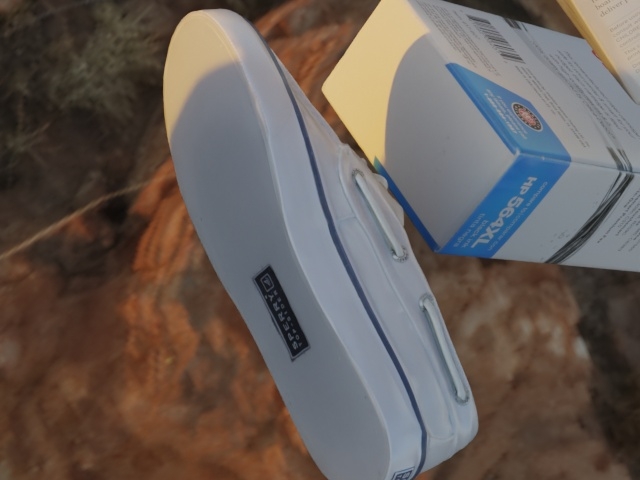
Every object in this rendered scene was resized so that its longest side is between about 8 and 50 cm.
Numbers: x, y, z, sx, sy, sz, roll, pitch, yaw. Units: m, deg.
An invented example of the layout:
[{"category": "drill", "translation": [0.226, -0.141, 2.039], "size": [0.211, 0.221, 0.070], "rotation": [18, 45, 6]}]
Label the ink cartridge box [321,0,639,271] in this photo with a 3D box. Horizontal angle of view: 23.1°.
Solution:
[{"category": "ink cartridge box", "translation": [0.125, -0.062, 0.952], "size": [0.203, 0.086, 0.148], "rotation": [7, 40, -43]}]

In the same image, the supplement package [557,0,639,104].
[{"category": "supplement package", "translation": [0.130, -0.211, 0.738], "size": [0.244, 0.134, 0.139], "rotation": [48, 12, -37]}]

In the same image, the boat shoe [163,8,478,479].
[{"category": "boat shoe", "translation": [0.000, 0.000, 0.795], "size": [0.084, 0.095, 0.258], "rotation": [-17, 84, -39]}]
